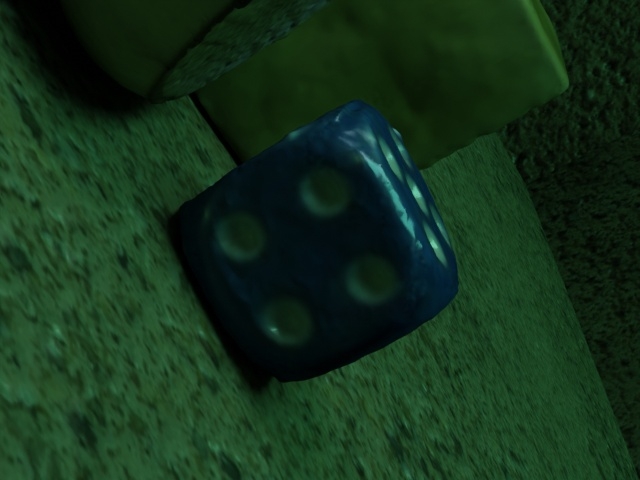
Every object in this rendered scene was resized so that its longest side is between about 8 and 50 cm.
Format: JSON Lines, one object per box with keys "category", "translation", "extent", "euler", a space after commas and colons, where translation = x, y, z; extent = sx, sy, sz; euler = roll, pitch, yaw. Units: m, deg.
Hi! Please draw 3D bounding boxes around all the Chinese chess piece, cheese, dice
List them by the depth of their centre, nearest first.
{"category": "Chinese chess piece", "translation": [-0.039, -0.199, 0.885], "extent": [0.112, 0.270, 0.270], "euler": [54, 13, 0]}
{"category": "dice", "translation": [0.000, 0.000, 0.922], "extent": [0.146, 0.146, 0.143], "euler": [62, 15, -5]}
{"category": "cheese", "translation": [0.031, -0.171, 1.115], "extent": [0.242, 0.265, 0.124], "euler": [54, 15, -31]}
